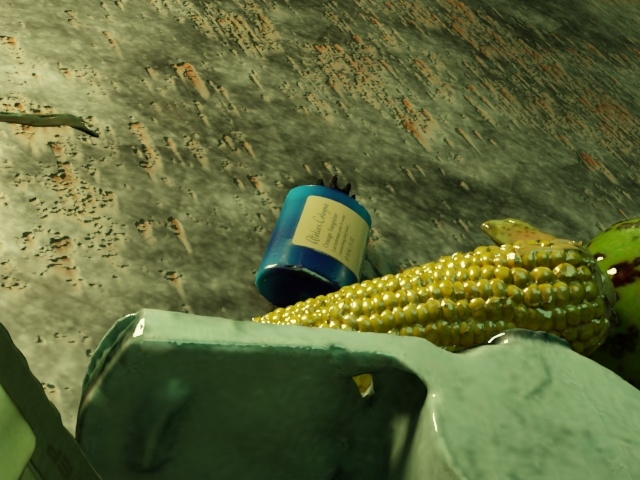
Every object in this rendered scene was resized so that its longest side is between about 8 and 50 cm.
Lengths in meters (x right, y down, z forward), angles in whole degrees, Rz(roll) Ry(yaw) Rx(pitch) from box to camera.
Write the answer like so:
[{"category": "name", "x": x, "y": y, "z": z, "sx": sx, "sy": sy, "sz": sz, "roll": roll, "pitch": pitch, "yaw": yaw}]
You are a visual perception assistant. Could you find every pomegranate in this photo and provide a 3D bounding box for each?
[{"category": "pomegranate", "x": 0.248, "y": 0.075, "z": 0.807, "sx": 0.286, "sy": 0.231, "sz": 0.231, "roll": 12, "pitch": 28, "yaw": 20}]

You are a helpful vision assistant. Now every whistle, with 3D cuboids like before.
[{"category": "whistle", "x": 0.059, "y": 0.146, "z": 0.608, "sx": 0.405, "sy": 0.168, "sz": 0.188, "roll": 28, "pitch": 33, "yaw": 7}]

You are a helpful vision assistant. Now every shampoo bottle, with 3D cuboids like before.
[{"category": "shampoo bottle", "x": 0.000, "y": 0.000, "z": 0.893, "sx": 0.087, "sy": 0.050, "sz": 0.183, "roll": 19, "pitch": 32, "yaw": -1}]

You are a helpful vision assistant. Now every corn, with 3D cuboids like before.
[{"category": "corn", "x": 0.062, "y": 0.065, "z": 0.692, "sx": 0.293, "sy": 0.106, "sz": 0.106, "roll": -13, "pitch": 39, "yaw": -1}]

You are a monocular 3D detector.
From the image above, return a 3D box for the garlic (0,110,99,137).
[{"category": "garlic", "x": -0.278, "y": -0.013, "z": 0.605, "sx": 0.207, "sy": 0.207, "sz": 0.256, "roll": 33, "pitch": 50, "yaw": 16}]

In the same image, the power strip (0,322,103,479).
[{"category": "power strip", "x": -0.173, "y": 0.175, "z": 0.422, "sx": 0.092, "sy": 0.251, "sz": 0.257, "roll": -9, "pitch": 28, "yaw": 17}]
